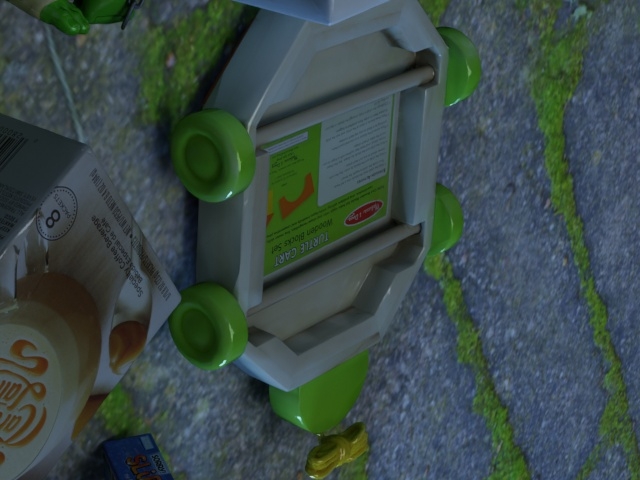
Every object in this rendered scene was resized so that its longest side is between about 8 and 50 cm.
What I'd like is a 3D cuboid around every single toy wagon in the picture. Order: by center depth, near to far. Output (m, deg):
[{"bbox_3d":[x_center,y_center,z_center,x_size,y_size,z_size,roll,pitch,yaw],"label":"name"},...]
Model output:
[{"bbox_3d":[0.000,0.000,1.152,0.267,0.068,0.344,-25,127,-47],"label":"toy wagon"}]

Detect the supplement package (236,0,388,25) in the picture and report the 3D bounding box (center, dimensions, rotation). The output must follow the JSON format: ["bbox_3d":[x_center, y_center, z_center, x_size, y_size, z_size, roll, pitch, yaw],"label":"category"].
[{"bbox_3d":[0.028,-0.256,0.953,0.293,0.175,0.177,-29,128,-45],"label":"supplement package"}]

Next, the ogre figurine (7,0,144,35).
[{"bbox_3d":[-0.152,-0.177,0.821,0.197,0.097,0.118,19,107,-28],"label":"ogre figurine"}]

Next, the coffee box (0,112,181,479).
[{"bbox_3d":[-0.198,0.070,0.876,0.246,0.098,0.141,-54,143,-22],"label":"coffee box"}]

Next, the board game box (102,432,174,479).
[{"bbox_3d":[-0.101,0.244,1.078,0.035,0.136,0.201,-10,120,-18],"label":"board game box"}]
